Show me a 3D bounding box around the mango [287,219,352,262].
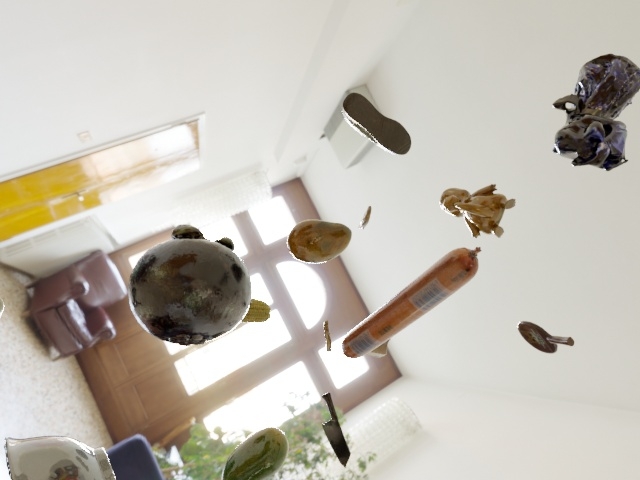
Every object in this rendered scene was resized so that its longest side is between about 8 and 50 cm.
[{"bbox_3d":[-0.003,0.004,1.036,0.089,0.163,0.111,-120,-138,-65],"label":"mango"}]

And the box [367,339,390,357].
[{"bbox_3d":[0.160,0.341,1.356,0.089,0.122,0.062,116,-15,-64],"label":"box"}]

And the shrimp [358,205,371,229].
[{"bbox_3d":[0.143,-0.072,1.298,0.108,0.023,0.059,111,-6,-66],"label":"shrimp"}]

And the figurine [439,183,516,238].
[{"bbox_3d":[0.312,-0.074,0.897,0.176,0.122,0.122,-140,-118,-64],"label":"figurine"}]

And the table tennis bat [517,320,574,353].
[{"bbox_3d":[0.616,0.222,1.082,0.108,0.119,0.170,52,-15,-3],"label":"table tennis bat"}]

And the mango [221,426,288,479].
[{"bbox_3d":[-0.217,0.729,1.371,0.156,0.251,0.114,32,-34,41],"label":"mango"}]

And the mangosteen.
[{"bbox_3d":[-0.298,0.102,0.976,0.288,0.287,0.288,50,-25,34],"label":"mangosteen"}]

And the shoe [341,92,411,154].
[{"bbox_3d":[0.183,-0.377,1.383,0.274,0.103,0.098,39,-7,-8],"label":"shoe"}]

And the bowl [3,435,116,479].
[{"bbox_3d":[-0.510,0.534,0.852,0.345,0.157,0.346,22,-61,47],"label":"bowl"}]

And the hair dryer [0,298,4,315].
[{"bbox_3d":[-0.883,0.273,0.934,0.128,0.203,0.362,28,13,-18],"label":"hair dryer"}]

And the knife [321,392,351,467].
[{"bbox_3d":[0.040,0.579,1.271,0.230,0.060,0.028,-116,-176,-46],"label":"knife"}]

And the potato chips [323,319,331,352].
[{"bbox_3d":[0.028,0.379,1.603,0.037,0.026,0.204,-100,-178,-45],"label":"potato chips"}]

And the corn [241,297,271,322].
[{"bbox_3d":[-0.268,0.209,1.275,0.081,0.248,0.081,-28,-125,50],"label":"corn"}]

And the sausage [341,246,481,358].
[{"bbox_3d":[0.134,0.115,0.684,0.053,0.053,0.348,57,-48,19],"label":"sausage"}]

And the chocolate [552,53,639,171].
[{"bbox_3d":[0.517,-0.229,0.796,0.148,0.343,0.126,29,-34,15],"label":"chocolate"}]
